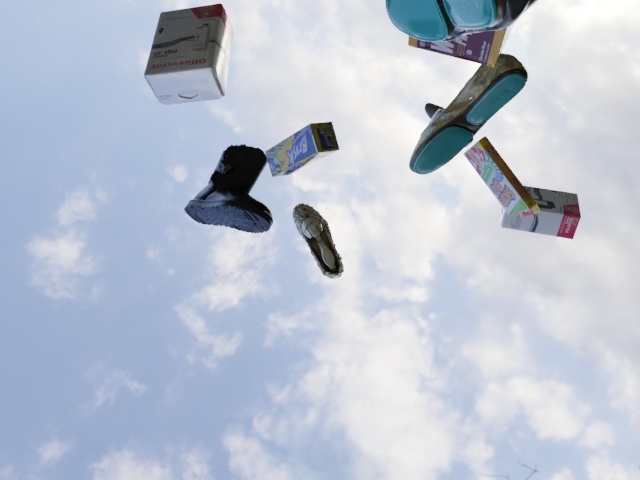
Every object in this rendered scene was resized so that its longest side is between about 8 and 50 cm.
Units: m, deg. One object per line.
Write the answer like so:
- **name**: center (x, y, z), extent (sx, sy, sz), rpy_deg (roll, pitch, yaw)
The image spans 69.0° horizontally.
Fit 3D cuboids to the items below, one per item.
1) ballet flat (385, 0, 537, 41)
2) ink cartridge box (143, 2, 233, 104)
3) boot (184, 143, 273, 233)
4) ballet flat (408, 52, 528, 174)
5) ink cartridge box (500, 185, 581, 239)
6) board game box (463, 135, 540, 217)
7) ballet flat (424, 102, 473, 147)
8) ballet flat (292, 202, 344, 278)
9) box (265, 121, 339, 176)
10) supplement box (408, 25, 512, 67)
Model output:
- **ballet flat**: center (0.179, -0.303, 0.579), extent (0.096, 0.280, 0.095), rpy_deg (-31, -60, -2)
- **ink cartridge box**: center (-0.384, -0.557, 1.391), extent (0.208, 0.117, 0.282), rpy_deg (-4, -119, 7)
- **boot**: center (-0.173, -0.128, 1.056), extent (0.094, 0.247, 0.207), rpy_deg (54, -126, -44)
- **ballet flat**: center (0.340, -0.305, 1.134), extent (0.123, 0.348, 0.123), rpy_deg (24, -138, -24)
- **ink cartridge box**: center (0.775, -0.107, 1.654), extent (0.238, 0.100, 0.172), rpy_deg (11, -144, 17)
- **board game box**: center (0.519, -0.172, 1.343), extent (0.039, 0.124, 0.259), rpy_deg (-38, -93, -6)
- **ballet flat**: center (0.460, -0.419, 1.648), extent (0.213, 0.068, 0.072), rpy_deg (45, -117, -8)
- **ballet flat**: center (0.000, 0.000, 1.307), extent (0.091, 0.077, 0.240), rpy_deg (-31, -87, -1)
- **box**: center (-0.040, -0.177, 0.917), extent (0.054, 0.169, 0.059), rpy_deg (-17, -89, -38)
- **supplement box**: center (0.305, -0.488, 0.948), extent (0.192, 0.129, 0.194), rpy_deg (22, -113, 17)
